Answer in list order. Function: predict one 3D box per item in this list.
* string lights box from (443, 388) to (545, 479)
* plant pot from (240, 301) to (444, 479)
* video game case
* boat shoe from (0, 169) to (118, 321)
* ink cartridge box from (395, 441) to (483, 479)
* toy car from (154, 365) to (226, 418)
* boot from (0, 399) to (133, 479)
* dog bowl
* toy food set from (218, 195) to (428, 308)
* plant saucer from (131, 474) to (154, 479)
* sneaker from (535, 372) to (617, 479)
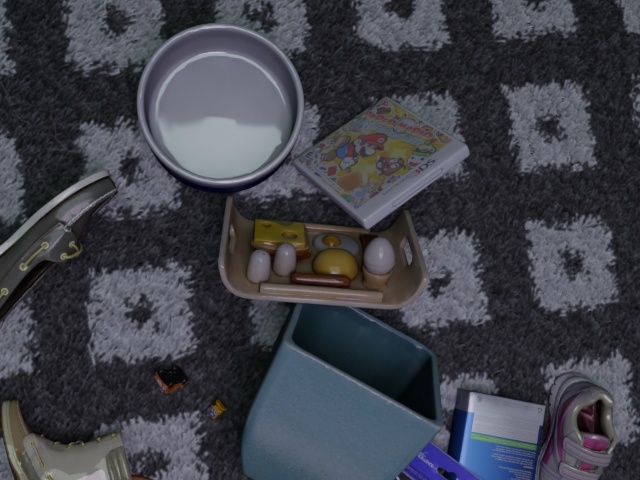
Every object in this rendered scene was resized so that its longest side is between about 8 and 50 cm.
[{"bbox_3d":[0.277,0.386,1.249,0.133,0.077,0.260,12,82,-6],"label":"string lights box"},{"bbox_3d":[0.010,0.257,1.145,0.248,0.247,0.252,29,107,-3],"label":"plant pot"},{"bbox_3d":[0.092,-0.135,1.234,0.206,0.227,0.026,-36,133,-10],"label":"video game case"},{"bbox_3d":[-0.430,0.010,1.186,0.305,0.109,0.091,-41,90,-4],"label":"boat shoe"},{"bbox_3d":[0.161,0.438,1.191,0.206,0.045,0.208,32,89,23],"label":"ink cartridge box"},{"bbox_3d":[-0.215,0.252,1.212,0.122,0.060,0.040,41,112,5],"label":"toy car"},{"bbox_3d":[-0.389,0.321,1.168,0.165,0.077,0.213,-21,69,-19],"label":"boot"},{"bbox_3d":[-0.162,-0.213,1.246,0.265,0.104,0.265,1,84,-8],"label":"dog bowl"},{"bbox_3d":[0.000,0.000,1.180,0.306,0.220,0.092,5,120,-7],"label":"toy food set"},{"bbox_3d":[-0.307,0.470,1.183,0.200,0.037,0.200,1,84,-8],"label":"plant saucer"},{"bbox_3d":[0.425,0.348,1.255,0.103,0.111,0.252,8,83,-7],"label":"sneaker"}]
